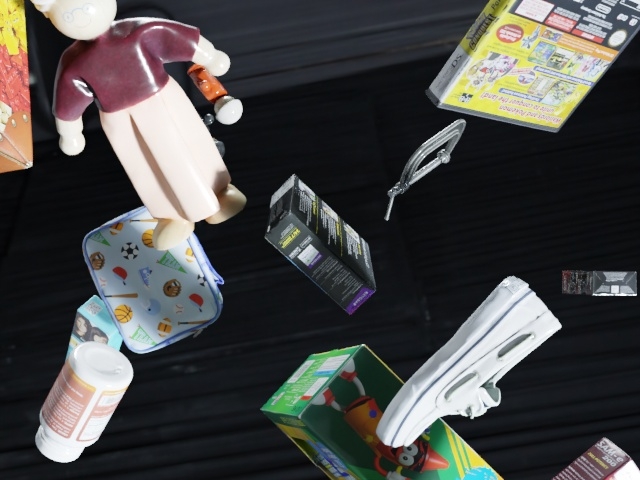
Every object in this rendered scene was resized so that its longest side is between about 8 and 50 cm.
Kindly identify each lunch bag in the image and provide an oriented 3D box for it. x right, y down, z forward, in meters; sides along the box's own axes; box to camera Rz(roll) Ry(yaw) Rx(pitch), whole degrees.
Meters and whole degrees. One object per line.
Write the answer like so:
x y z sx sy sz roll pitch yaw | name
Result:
-0.343 0.078 1.951 0.115 0.243 0.303 -179 -116 -85 | lunch bag

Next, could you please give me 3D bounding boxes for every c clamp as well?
0.158 -0.117 1.396 0.022 0.161 0.137 42 -29 20 | c clamp

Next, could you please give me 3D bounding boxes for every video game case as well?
0.298 -0.260 1.198 0.248 0.275 0.035 -55 -129 29 | video game case

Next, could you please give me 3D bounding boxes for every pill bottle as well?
-0.444 0.302 1.711 0.216 0.121 0.121 -57 -163 22 | pill bottle

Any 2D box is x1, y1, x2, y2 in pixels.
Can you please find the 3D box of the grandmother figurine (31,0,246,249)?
-0.198 -0.161 1.001 0.342 0.208 0.104 62 -8 -32 | grandmother figurine

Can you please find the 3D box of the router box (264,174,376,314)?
0.000 0.000 1.086 0.133 0.046 0.179 43 13 -12 | router box

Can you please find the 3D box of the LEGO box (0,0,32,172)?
-0.580 -0.225 0.960 0.193 0.501 0.372 43 39 -72 | LEGO box

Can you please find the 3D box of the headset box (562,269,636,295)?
0.353 0.054 1.180 0.083 0.062 0.032 179 -87 -75 | headset box

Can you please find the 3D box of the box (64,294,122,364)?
-0.520 0.238 2.133 0.060 0.101 0.244 -45 168 -42 | box

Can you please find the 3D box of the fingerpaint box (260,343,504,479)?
0.102 0.371 1.601 0.371 0.163 0.445 44 -14 -2 | fingerpaint box

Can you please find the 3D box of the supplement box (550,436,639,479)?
0.331 0.389 1.219 0.130 0.239 0.073 53 -4 -17 | supplement box

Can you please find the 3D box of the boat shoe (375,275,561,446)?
0.143 0.140 0.914 0.076 0.226 0.083 45 26 19 | boat shoe

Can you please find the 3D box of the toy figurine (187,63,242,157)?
-0.283 -0.236 1.894 0.148 0.210 0.213 52 -40 13 | toy figurine
